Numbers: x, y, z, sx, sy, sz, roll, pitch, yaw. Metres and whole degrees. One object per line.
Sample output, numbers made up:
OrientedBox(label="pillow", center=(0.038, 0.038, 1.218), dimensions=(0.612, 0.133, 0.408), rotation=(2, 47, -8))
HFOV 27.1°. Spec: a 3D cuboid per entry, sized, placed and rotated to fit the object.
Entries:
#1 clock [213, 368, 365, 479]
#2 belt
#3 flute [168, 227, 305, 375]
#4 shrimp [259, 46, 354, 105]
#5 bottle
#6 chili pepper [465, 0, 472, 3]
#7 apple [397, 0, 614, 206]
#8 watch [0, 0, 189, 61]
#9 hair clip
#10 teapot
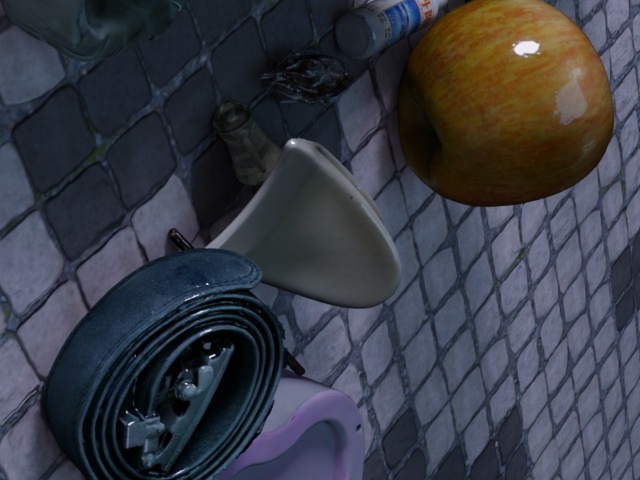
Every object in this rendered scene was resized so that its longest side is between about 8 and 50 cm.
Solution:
OrientedBox(label="clock", center=(-0.079, 0.300, 1.502), dimensions=(0.338, 0.102, 0.339), rotation=(-25, 122, -49))
OrientedBox(label="belt", center=(-0.146, 0.127, 1.296), dimensions=(0.267, 0.116, 0.206), rotation=(-53, 131, -4))
OrientedBox(label="flute", center=(-0.088, 0.071, 1.441), dimensions=(0.014, 0.014, 0.269), rotation=(-58, 133, -23))
OrientedBox(label="shrimp", center=(-0.019, -0.177, 1.444), dimensions=(0.165, 0.065, 0.057), rotation=(-4, 74, -49))
OrientedBox(label="bottle", center=(0.101, -0.274, 1.576), dimensions=(0.217, 0.060, 0.060), rotation=(-36, 130, -44))
OrientedBox(label="chili pepper", center=(0.203, -0.373, 1.654), dimensions=(0.270, 0.099, 0.136), rotation=(57, 31, -41))
OrientedBox(label="apple", center=(0.212, -0.162, 1.607), dimensions=(0.264, 0.264, 0.264), rotation=(-25, 123, -48))
OrientedBox(label="watch", center=(-0.158, -0.260, 1.104), dimensions=(0.241, 0.161, 0.253), rotation=(-58, 170, -6))
OrientedBox(label="hair clip", center=(-0.012, -0.012, 1.436), dimensions=(0.282, 0.113, 0.172), rotation=(29, 105, -42))
OrientedBox(label="teapot", center=(-0.078, -0.102, 1.388), dimensions=(0.057, 0.067, 0.083), rotation=(-33, 127, -2))
